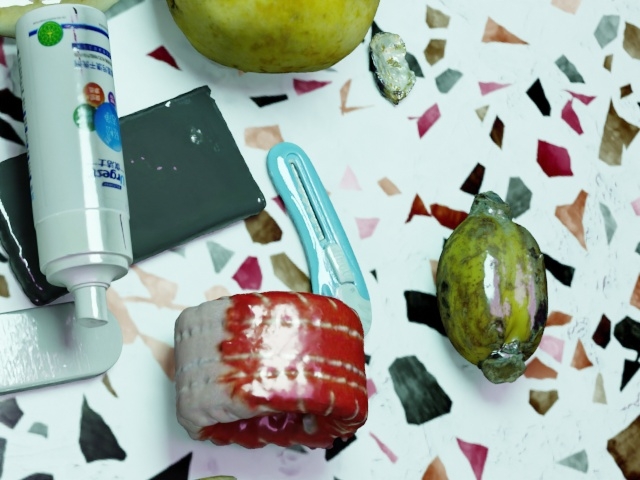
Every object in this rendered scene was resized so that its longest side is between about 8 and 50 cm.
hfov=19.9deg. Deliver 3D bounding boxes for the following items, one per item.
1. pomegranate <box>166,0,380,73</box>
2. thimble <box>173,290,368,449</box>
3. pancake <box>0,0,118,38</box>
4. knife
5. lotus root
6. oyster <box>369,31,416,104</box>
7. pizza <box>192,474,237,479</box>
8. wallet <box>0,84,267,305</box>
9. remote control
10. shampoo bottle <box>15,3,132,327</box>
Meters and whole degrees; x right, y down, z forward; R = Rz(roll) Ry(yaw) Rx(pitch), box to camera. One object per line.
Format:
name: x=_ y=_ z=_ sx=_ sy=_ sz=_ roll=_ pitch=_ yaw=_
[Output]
pomegranate: x=-0.042 y=-0.292 z=1.837 sx=0.260 sy=0.260 sz=0.260 roll=10 pitch=69 yaw=-27
thimble: x=-0.047 y=0.125 z=1.741 sx=0.190 sy=0.163 sz=0.125 roll=7 pitch=69 yaw=-28
pancake: x=-0.339 y=-0.385 z=1.802 sx=0.382 sy=0.071 sz=0.382 roll=10 pitch=69 yaw=-27
knife: x=0.000 y=0.000 z=1.889 sx=0.064 sy=0.031 sz=0.222 roll=-18 pitch=83 yaw=-30
lotus root: x=0.180 y=0.048 z=1.930 sx=0.120 sy=0.120 sz=0.209 roll=7 pitch=69 yaw=-28
oyster: x=0.077 y=-0.189 z=2.006 sx=0.054 sy=0.019 sz=0.083 roll=-5 pitch=74 yaw=-33
pizza: x=-0.122 y=0.296 z=1.713 sx=0.131 sy=0.041 sz=0.178 roll=42 pitch=58 yaw=-9
wallet: x=-0.192 y=-0.049 z=1.797 sx=0.285 sy=0.030 sz=0.146 roll=-24 pitch=87 yaw=-33
remote control: x=-0.296 y=0.104 z=1.689 sx=0.245 sy=0.022 sz=0.077 roll=-9 pitch=76 yaw=-31
shampoo bottle: x=-0.229 y=-0.068 z=1.713 sx=0.092 sy=0.092 sz=0.303 roll=2 pitch=70 yaw=-29
